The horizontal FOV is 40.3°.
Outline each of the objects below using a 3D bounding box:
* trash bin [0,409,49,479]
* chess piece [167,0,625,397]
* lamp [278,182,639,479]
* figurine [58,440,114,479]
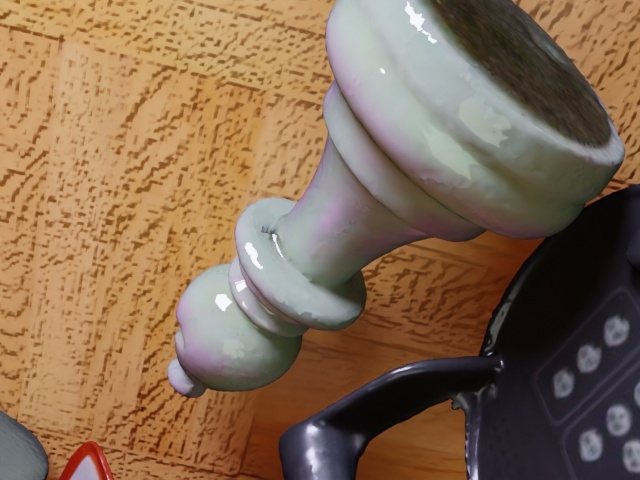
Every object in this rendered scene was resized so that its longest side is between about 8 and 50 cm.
[{"bbox_3d":[-0.351,0.214,0.516,0.223,0.158,0.343,41,110,-15],"label":"trash bin"},{"bbox_3d":[0.000,0.000,0.429,0.139,0.139,0.272,37,122,-14],"label":"chess piece"},{"bbox_3d":[0.207,0.105,0.390,0.374,0.205,0.272,-40,128,24],"label":"lamp"},{"bbox_3d":[-0.032,0.207,0.485,0.226,0.160,0.183,1,135,-40],"label":"figurine"}]
